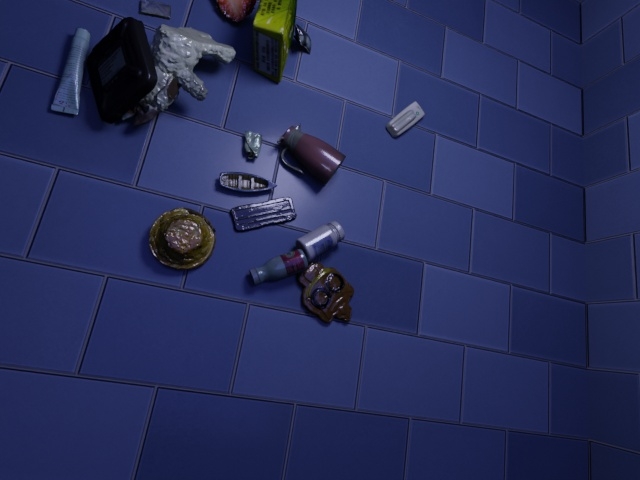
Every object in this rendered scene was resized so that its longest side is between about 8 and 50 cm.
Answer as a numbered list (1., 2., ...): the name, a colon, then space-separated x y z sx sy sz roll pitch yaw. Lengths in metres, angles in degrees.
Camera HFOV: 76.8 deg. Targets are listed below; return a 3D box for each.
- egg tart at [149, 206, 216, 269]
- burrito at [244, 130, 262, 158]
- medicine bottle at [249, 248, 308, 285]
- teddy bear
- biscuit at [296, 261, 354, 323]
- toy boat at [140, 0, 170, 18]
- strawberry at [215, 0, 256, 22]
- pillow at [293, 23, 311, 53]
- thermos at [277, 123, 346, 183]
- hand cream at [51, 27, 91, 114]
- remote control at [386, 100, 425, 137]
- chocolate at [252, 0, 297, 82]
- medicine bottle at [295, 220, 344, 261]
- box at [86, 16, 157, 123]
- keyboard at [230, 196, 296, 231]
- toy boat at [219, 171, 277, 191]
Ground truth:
1. egg tart: -0.494 -0.011 1.459 0.241 0.106 0.240 6 76 -24
2. burrito: -0.279 -0.388 1.650 0.074 0.044 0.118 10 73 -15
3. medicine bottle: -0.162 0.107 1.558 0.217 0.090 0.090 -19 85 -17
4. teddy bear: -0.563 -0.624 1.560 0.327 0.362 0.375 33 27 12
5. biscuit: 0.026 0.215 1.632 0.290 0.041 0.208 47 68 -5
6. toy boat: -0.672 -0.941 1.644 0.115 0.016 0.063 2 77 -20
7. strawberry: -0.372 -1.095 1.747 0.234 0.137 0.306 10 100 1
8. pillow: -0.076 -0.899 1.800 0.055 0.136 0.091 -41 82 20
9. thermos: -0.049 -0.358 1.687 0.265 0.146 0.176 34 94 -1
10. hand cream: -0.897 -0.618 1.466 0.085 0.058 0.331 9 75 -19
11. remote control: 0.413 -0.585 1.946 0.230 0.049 0.090 -42 97 -24
12. chocolate: -0.187 -0.869 1.661 0.137 0.301 0.288 12 73 -4
13. medicine bottle: 0.000 0.000 1.635 0.187 0.103 0.102 -29 89 -24
14. box: -0.705 -0.595 1.420 0.073 0.290 0.288 4 64 -61
15. keyboard: -0.226 -0.106 1.622 0.262 0.016 0.106 -14 83 -22
16. toy boat: -0.289 -0.227 1.611 0.229 0.046 0.080 3 76 -20
